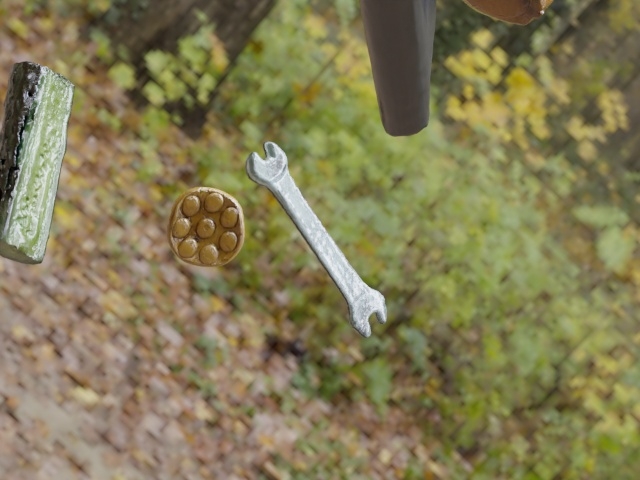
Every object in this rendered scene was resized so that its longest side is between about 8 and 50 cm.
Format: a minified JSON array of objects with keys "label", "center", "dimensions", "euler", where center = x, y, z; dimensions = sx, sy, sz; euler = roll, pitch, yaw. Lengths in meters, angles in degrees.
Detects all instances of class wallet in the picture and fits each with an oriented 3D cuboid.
[{"label":"wallet","center":[0.059,-0.292,1.306],"dimensions":[0.406,0.062,0.228],"euler":[77,14,-57]}]

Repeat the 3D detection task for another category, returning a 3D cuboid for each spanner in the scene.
[{"label":"spanner","center":[0.000,0.000,1.908],"dimensions":[0.017,0.071,0.302],"euler":[-7,-55,47]}]

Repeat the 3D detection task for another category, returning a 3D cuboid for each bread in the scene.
[{"label":"bread","center":[-0.151,-0.017,2.003],"dimensions":[0.110,0.110,0.024],"euler":[40,6,-8]}]

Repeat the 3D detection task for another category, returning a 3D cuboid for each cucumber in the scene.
[{"label":"cucumber","center":[-0.325,-0.083,1.646],"dimensions":[0.062,0.211,0.078],"euler":[0,-17,31]}]

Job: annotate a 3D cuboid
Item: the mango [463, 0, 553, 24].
[{"label":"mango","center":[0.186,-0.346,1.570],"dimensions":[0.136,0.166,0.236],"euler":[1,-55,39]}]
